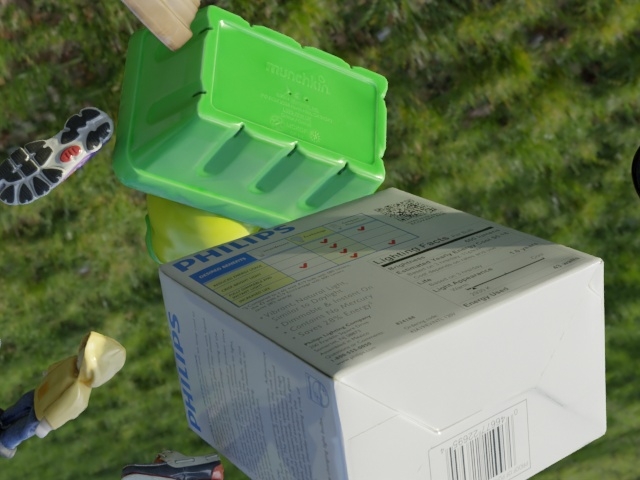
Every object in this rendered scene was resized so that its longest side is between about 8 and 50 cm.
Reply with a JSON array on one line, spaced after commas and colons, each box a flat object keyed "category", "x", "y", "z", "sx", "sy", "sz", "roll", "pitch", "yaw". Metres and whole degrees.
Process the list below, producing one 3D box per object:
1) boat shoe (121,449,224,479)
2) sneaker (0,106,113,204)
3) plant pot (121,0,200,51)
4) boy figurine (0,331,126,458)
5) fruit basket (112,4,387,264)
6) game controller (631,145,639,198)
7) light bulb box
[{"category": "boat shoe", "x": -0.163, "y": 0.253, "z": 1.126, "sx": 0.137, "sy": 0.043, "sz": 0.049, "roll": 15, "pitch": 148, "yaw": -43}, {"category": "sneaker", "x": -0.329, "y": -0.097, "z": 1.287, "sx": 0.170, "sy": 0.068, "sz": 0.071, "roll": -35, "pitch": 171, "yaw": -14}, {"category": "plant pot", "x": -0.201, "y": -0.333, "z": 1.121, "sx": 0.110, "sy": 0.237, "sz": 0.237, "roll": -41, "pitch": 153, "yaw": 5}, {"category": "boy figurine", "x": -0.458, "y": 0.265, "z": 1.761, "sx": 0.285, "sy": 0.177, "sz": 0.092, "roll": -37, "pitch": 118, "yaw": 16}, {"category": "fruit basket", "x": -0.127, "y": -0.118, "z": 1.452, "sx": 0.392, "sy": 0.282, "sz": 0.392, "roll": 3, "pitch": 157, "yaw": 1}, {"category": "game controller", "x": 0.466, "y": -0.016, "z": 1.129, "sx": 0.166, "sy": 0.319, "sz": 0.067, "roll": -45, "pitch": -158, "yaw": -18}, {"category": "light bulb box", "x": 0.065, "y": 0.122, "z": 1.149, "sx": 0.358, "sy": 0.361, "sz": 0.225, "roll": -19, "pitch": 115, "yaw": -29}]
